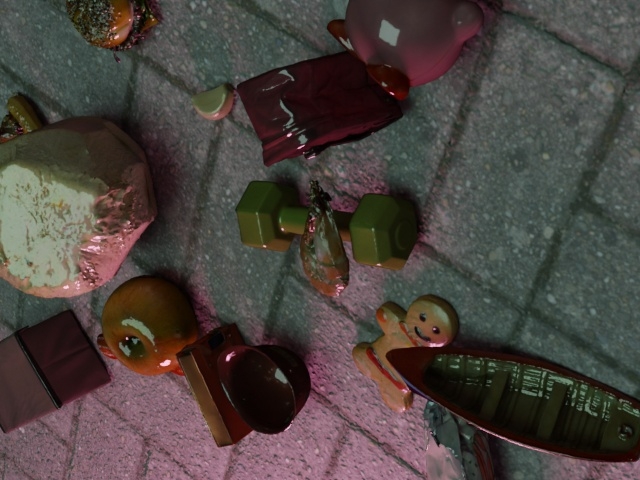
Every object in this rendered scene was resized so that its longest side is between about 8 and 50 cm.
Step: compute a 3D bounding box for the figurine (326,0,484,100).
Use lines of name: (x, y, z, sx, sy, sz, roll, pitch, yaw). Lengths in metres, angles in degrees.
figurine: (0.117, -0.289, 1.566, 0.173, 0.173, 0.173, 19, 122, 32)

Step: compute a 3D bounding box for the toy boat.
toy boat: (0.280, 0.235, 1.719, 0.392, 0.136, 0.079, 14, 150, 23)

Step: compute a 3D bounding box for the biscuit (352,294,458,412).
biscuit: (0.138, 0.169, 1.875, 0.153, 0.030, 0.234, 48, 134, 8)

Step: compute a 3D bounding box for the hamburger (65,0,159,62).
hamburger: (-0.360, -0.397, 1.956, 0.164, 0.093, 0.189, -31, 89, 45)

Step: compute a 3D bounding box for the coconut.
coconut: (-0.430, -0.061, 2.050, 0.297, 0.309, 0.297, 2, 104, 8)

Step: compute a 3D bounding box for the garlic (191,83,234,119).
garlic: (-0.172, -0.224, 1.927, 0.083, 0.041, 0.053, -20, 85, 36)

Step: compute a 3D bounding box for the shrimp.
shrimp: (0.000, 0.000, 1.743, 0.091, 0.043, 0.184, 16, 121, 38)

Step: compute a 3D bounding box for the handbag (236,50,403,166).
handbag: (0.002, -0.190, 1.668, 0.146, 0.225, 0.135, -20, 89, 45)

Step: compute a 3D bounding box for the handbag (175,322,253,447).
handbag: (-0.169, 0.255, 2.104, 0.063, 0.127, 0.190, -17, 101, 42)

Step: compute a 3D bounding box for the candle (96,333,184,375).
candle: (-0.313, 0.224, 2.266, 0.329, 0.048, 0.051, 7, 103, 38)

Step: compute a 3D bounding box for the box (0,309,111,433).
box: (-0.584, 0.271, 2.441, 0.252, 0.153, 0.188, -31, 89, 45)

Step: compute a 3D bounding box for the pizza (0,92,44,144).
pizza: (-0.595, -0.185, 2.274, 0.194, 0.069, 0.154, -33, 90, 43)

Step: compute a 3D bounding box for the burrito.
burrito: (0.229, 0.407, 1.865, 0.139, 0.101, 0.445, 19, 124, 56)

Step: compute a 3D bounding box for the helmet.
helmet: (-0.085, 0.239, 2.038, 0.175, 0.106, 0.155, 27, 121, 24)

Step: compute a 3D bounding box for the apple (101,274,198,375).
apple: (-0.308, 0.151, 2.155, 0.182, 0.155, 0.182, 9, 115, 21)

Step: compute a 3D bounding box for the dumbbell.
dumbbell: (0.007, -0.026, 1.830, 0.302, 0.121, 0.108, 9, 88, 38)
